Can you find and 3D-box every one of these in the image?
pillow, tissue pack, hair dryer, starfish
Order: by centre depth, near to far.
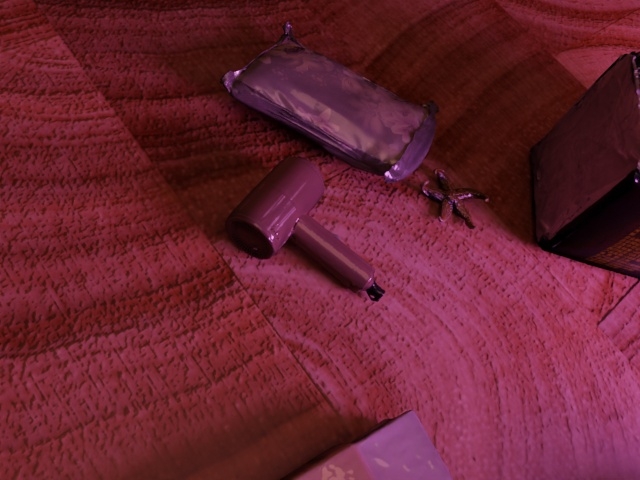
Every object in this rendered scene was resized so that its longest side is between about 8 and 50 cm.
[{"bbox_3d":[0.000,0.000,0.576,0.181,0.064,0.117,40,57,-2],"label":"hair dryer"},{"bbox_3d":[0.477,-0.049,0.651,0.369,0.210,0.198,16,56,-8],"label":"tissue pack"},{"bbox_3d":[0.168,-0.051,0.665,0.078,0.028,0.091,-26,75,-20],"label":"starfish"},{"bbox_3d":[0.020,-0.167,0.667,0.254,0.059,0.169,30,58,3],"label":"pillow"}]

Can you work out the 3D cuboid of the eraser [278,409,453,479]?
[{"bbox_3d":[-0.036,0.271,0.404,0.343,0.078,0.144,-21,70,-26],"label":"eraser"}]
